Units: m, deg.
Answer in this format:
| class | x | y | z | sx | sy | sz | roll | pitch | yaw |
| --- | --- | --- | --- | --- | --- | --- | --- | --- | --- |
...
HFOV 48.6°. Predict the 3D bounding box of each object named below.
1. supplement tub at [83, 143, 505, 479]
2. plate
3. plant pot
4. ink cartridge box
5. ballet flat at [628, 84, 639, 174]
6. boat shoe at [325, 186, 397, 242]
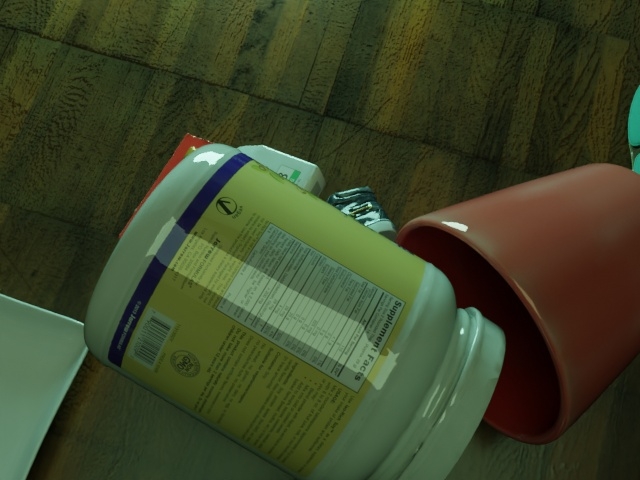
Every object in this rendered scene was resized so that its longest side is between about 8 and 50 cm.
| class | x | y | z | sx | sy | sz | roll | pitch | yaw |
| --- | --- | --- | --- | --- | --- | --- | --- | --- | --- |
| supplement tub | -0.022 | 0.084 | 0.677 | 0.331 | 0.241 | 0.241 | 31 | 74 | 0 |
| plate | -0.443 | 0.189 | 0.837 | 0.277 | 0.045 | 0.278 | 19 | 73 | 6 |
| plant pot | 0.257 | 0.046 | 0.797 | 0.243 | 0.275 | 0.275 | -28 | 74 | -19 |
| ink cartridge box | -0.133 | -0.046 | 0.887 | 0.224 | 0.056 | 0.181 | 23 | 71 | 21 |
| ballet flat | 0.456 | -0.120 | 0.953 | 0.067 | 0.073 | 0.206 | 18 | 73 | -24 |
| boat shoe | 0.000 | 0.000 | 0.904 | 0.183 | 0.065 | 0.083 | -23 | 55 | -3 |
